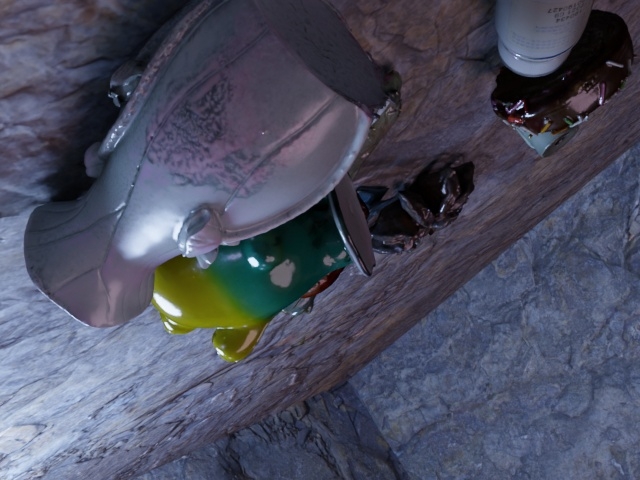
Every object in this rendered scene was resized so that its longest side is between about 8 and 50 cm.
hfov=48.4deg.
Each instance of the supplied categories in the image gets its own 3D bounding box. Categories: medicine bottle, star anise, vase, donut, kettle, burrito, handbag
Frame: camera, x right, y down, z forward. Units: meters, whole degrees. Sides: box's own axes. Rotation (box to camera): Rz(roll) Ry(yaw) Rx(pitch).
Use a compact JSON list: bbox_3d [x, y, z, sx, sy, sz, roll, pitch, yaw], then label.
[{"bbox_3d":[0.332,-0.357,1.063,0.143,0.143,0.258,-34,162,-1],"label":"medicine bottle"},{"bbox_3d":[0.248,-0.067,1.710,0.331,0.117,0.332,-36,164,-12],"label":"star anise"},{"bbox_3d":[-0.149,-0.085,0.803,0.445,0.250,0.250,-38,162,27],"label":"vase"},{"bbox_3d":[0.427,-0.292,1.259,0.269,0.103,0.270,-38,-158,19],"label":"donut"},{"bbox_3d":[0.476,-0.263,1.551,0.098,0.148,0.127,-41,160,14],"label":"kettle"},{"bbox_3d":[0.052,-0.162,1.200,0.096,0.066,0.309,-15,154,-34],"label":"burrito"},{"bbox_3d":[0.060,-0.032,1.576,0.221,0.057,0.144,-45,165,28],"label":"handbag"}]

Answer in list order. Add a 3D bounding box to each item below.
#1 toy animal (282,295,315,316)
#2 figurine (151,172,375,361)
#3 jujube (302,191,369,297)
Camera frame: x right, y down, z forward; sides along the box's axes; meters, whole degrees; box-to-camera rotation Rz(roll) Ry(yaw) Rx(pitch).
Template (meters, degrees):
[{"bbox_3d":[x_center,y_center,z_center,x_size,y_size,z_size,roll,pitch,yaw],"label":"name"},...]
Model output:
[{"bbox_3d":[-0.047,0.125,1.700,0.138,0.108,0.236,-37,163,7],"label":"toy animal"},{"bbox_3d":[-0.111,0.007,1.028,0.340,0.324,0.231,-21,-170,14],"label":"figurine"},{"bbox_3d":[0.000,0.000,1.384,0.236,0.168,0.168,-46,162,1],"label":"jujube"}]
